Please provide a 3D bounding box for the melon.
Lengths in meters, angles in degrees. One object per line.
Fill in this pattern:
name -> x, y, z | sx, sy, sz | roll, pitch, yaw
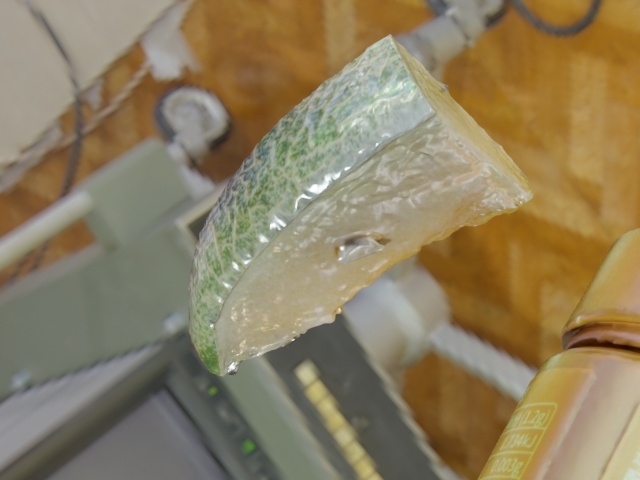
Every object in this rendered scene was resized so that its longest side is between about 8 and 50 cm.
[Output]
melon -> -0.003, -0.005, 0.843 | 0.182, 0.054, 0.098 | -33, 127, 17

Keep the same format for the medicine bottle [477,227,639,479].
medicine bottle -> 0.068, 0.099, 0.440 | 0.096, 0.192, 0.096 | 27, 160, 11
